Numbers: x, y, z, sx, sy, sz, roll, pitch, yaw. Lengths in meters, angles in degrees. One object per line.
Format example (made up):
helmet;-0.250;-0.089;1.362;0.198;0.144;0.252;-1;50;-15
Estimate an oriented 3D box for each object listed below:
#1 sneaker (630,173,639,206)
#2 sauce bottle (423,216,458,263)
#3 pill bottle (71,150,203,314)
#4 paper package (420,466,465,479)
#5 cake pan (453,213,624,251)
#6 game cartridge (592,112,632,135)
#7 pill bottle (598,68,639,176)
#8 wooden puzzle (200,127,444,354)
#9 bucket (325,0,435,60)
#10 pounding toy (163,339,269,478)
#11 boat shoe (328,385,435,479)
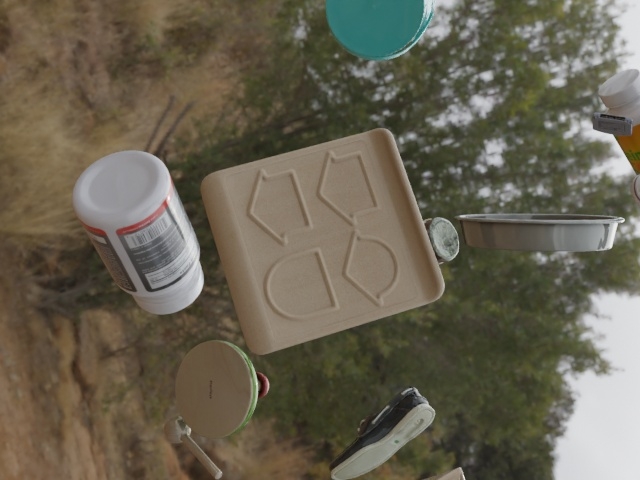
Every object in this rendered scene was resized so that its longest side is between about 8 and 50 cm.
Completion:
sneaker;0.727;-0.105;1.607;0.161;0.282;0.102;77;20;-72
sauce bottle;0.173;0.029;2.124;0.344;0.111;0.111;-16;-88;45
pill bottle;-0.386;-0.006;1.931;0.363;0.210;0.210;77;-3;-51
paper package;0.184;0.705;2.108;0.325;0.309;0.168;-40;-106;50
cake pan;0.384;-0.017;1.558;0.293;0.293;0.054;-116;-153;-85
game cartridge;0.627;-0.248;1.886;0.017;0.083;0.056;-64;153;-24
pill bottle;0.738;-0.264;2.010;0.245;0.136;0.136;52;7;-20
wooden puzzle;0.000;0.000;1.516;0.080;0.348;0.322;105;-32;-77
bucket;0.142;-0.585;2.162;0.183;0.281;0.281;-65;141;-65
pounding toy;-0.183;0.307;1.680;0.183;0.237;0.110;28;9;31
boat shoe;0.109;0.373;1.683;0.079;0.233;0.084;53;3;42
